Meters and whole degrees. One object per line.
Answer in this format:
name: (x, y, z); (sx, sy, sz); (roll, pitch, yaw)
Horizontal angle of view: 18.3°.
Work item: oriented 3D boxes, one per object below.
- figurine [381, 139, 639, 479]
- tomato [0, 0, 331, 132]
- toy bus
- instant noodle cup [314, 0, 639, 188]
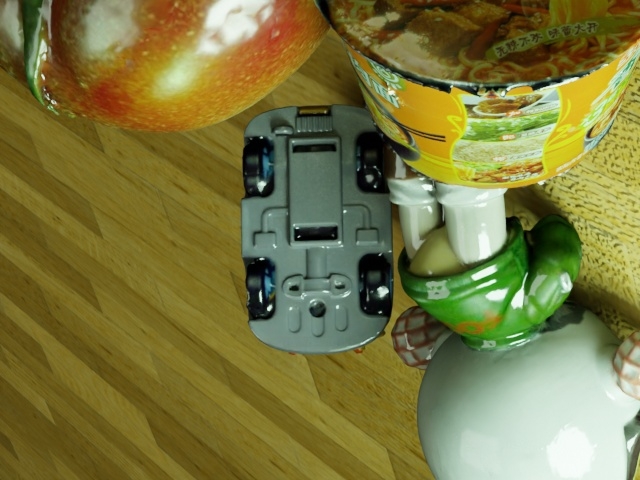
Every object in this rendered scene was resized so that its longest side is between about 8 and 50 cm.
figurine: (0.142, 0.078, 1.516); (0.281, 0.167, 0.370); (6, 122, 46)
tomato: (-0.106, -0.232, 1.303); (0.303, 0.239, 0.304); (14, 111, 38)
toy bus: (0.000, 0.000, 1.683); (0.136, 0.126, 0.210); (72, -164, -77)
instant noodle cup: (0.105, -0.147, 1.215); (0.230, 0.230, 0.182); (49, 166, 22)
